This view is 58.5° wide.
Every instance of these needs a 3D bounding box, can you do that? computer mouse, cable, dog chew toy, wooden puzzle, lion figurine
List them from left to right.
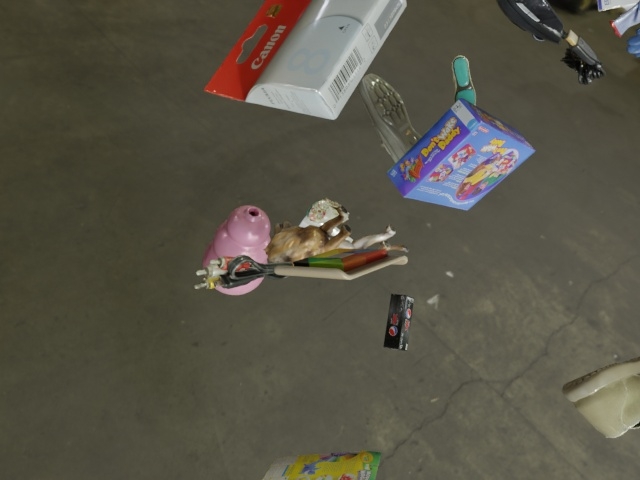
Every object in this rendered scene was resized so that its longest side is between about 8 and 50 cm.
[{"bbox_3d":[-0.247,0.022,1.769,0.207,0.332,0.206,12,48,-14],"label":"dog chew toy"},{"bbox_3d":[-0.166,0.061,1.408,0.287,0.139,0.072,-11,61,-46],"label":"cable"},{"bbox_3d":[0.050,0.029,1.625,0.392,0.240,0.142,24,38,-36],"label":"lion figurine"},{"bbox_3d":[0.047,0.049,1.317,0.221,0.044,0.239,0,7,44],"label":"wooden puzzle"},{"bbox_3d":[0.361,-0.353,0.938,0.262,0.060,0.184,43,24,-19],"label":"computer mouse"}]

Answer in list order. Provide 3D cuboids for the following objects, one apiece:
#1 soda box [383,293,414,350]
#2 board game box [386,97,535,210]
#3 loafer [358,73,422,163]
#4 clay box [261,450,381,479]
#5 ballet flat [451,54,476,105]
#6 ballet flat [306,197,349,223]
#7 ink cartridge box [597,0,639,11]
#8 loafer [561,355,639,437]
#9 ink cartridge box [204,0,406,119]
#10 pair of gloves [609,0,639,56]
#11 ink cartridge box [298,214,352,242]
[{"bbox_3d":[0.242,0.252,1.762,0.060,0.169,0.053,1,-14,39],"label":"soda box"},{"bbox_3d":[0.343,-0.189,1.361,0.347,0.233,0.078,5,47,-52],"label":"board game box"},{"bbox_3d":[0.196,-0.305,1.576,0.112,0.111,0.319,-36,97,-29],"label":"loafer"},{"bbox_3d":[0.004,0.456,1.084,0.222,0.053,0.127,-9,5,15],"label":"clay box"},{"bbox_3d":[0.372,-0.395,1.488,0.057,0.168,0.052,-5,13,8],"label":"ballet flat"},{"bbox_3d":[0.035,-0.093,1.913,0.077,0.091,0.241,26,14,19],"label":"ballet flat"},{"bbox_3d":[0.717,-0.564,1.140,0.333,0.165,0.065,-6,3,14],"label":"ink cartridge box"},{"bbox_3d":[0.455,0.219,0.823,0.268,0.102,0.092,-5,65,-31],"label":"loafer"},{"bbox_3d":[-0.058,-0.427,1.201,0.385,0.091,0.308,21,73,33],"label":"ink cartridge box"},{"bbox_3d":[0.512,-0.343,0.833,0.198,0.159,0.023,10,54,-45],"label":"pair of gloves"},{"bbox_3d":[0.000,0.000,2.080,0.191,0.139,0.082,36,48,-2],"label":"ink cartridge box"}]
